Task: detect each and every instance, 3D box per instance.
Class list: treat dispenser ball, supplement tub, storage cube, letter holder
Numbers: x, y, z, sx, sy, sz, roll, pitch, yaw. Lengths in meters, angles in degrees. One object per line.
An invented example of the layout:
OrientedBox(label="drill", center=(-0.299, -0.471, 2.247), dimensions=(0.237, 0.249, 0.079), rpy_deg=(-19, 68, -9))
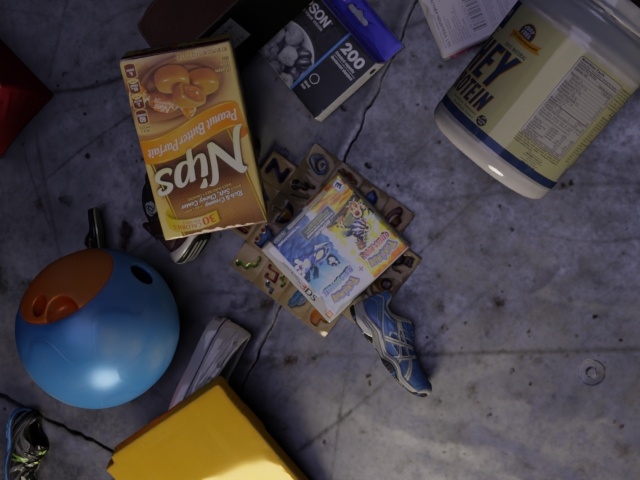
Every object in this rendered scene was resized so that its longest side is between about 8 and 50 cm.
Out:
OrientedBox(label="treat dispenser ball", center=(-0.400, 0.157, 1.657), dimensions=(0.288, 0.288, 0.288), rpy_deg=(1, 94, 12))
OrientedBox(label="supplement tub", center=(0.364, -0.256, 1.474), dimensions=(0.235, 0.235, 0.325), rpy_deg=(40, 108, 8))
OrientedBox(label="storage cube", center=(-0.664, -0.280, 1.739), dimensions=(0.215, 0.193, 0.184), rpy_deg=(45, 101, 6))
OrientedBox(label="letter holder", center=(-0.177, -0.449, 1.621), dimensions=(0.302, 0.152, 0.214), rpy_deg=(-40, 69, 12))

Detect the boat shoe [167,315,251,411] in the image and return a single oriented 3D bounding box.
OrientedBox(label="boat shoe", center=(-0.209, 0.277, 1.726), dimensions=(0.088, 0.096, 0.268), rpy_deg=(25, 90, 15))

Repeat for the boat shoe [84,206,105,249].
OrientedBox(label="boat shoe", center=(-0.437, 0.002, 1.778), dimensions=(0.042, 0.049, 0.133), rpy_deg=(-5, 97, 5))

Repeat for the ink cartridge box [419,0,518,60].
OrientedBox(label="ink cartridge box", center=(0.320, -0.456, 1.576), dimensions=(0.311, 0.065, 0.186), rpy_deg=(-22, 89, 15))

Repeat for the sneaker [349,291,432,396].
OrientedBox(label="sneaker", center=(0.141, 0.187, 1.645), dimensions=(0.081, 0.080, 0.211), rpy_deg=(-35, 94, 3))

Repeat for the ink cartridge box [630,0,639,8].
OrientedBox(label="ink cartridge box", center=(0.614, -0.332, 1.411), dimensions=(0.130, 0.272, 0.309), rpy_deg=(-42, 85, 12))

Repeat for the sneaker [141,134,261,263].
OrientedBox(label="sneaker", center=(-0.242, -0.108, 1.702), dimensions=(0.162, 0.106, 0.281), rpy_deg=(36, 101, 11))

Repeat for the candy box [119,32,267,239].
OrientedBox(label="candy box", center=(-0.207, -0.172, 1.551), dimensions=(0.182, 0.087, 0.317), rpy_deg=(-10, 111, 1))

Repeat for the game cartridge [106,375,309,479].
OrientedBox(label="game cartridge", center=(-0.196, 0.446, 1.705), dimensions=(0.285, 0.053, 0.324), rpy_deg=(-34, 102, 12))

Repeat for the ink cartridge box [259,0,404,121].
OrientedBox(label="ink cartridge box", center=(0.008, -0.360, 1.660), dimensions=(0.208, 0.045, 0.206), rpy_deg=(-41, 83, 11))

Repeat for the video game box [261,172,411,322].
OrientedBox(label="video game box", center=(0.027, 0.013, 1.667), dimensions=(0.187, 0.048, 0.205), rpy_deg=(46, 101, 4))

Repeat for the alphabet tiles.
OrientedBox(label="alphabet tiles", center=(0.000, 0.000, 1.701), dimensions=(0.342, 0.011, 0.285), rpy_deg=(37, 100, 8))

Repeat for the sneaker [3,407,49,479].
OrientedBox(label="sneaker", center=(-0.580, 0.428, 1.826), dimensions=(0.078, 0.067, 0.188), rpy_deg=(0, 90, 19))
